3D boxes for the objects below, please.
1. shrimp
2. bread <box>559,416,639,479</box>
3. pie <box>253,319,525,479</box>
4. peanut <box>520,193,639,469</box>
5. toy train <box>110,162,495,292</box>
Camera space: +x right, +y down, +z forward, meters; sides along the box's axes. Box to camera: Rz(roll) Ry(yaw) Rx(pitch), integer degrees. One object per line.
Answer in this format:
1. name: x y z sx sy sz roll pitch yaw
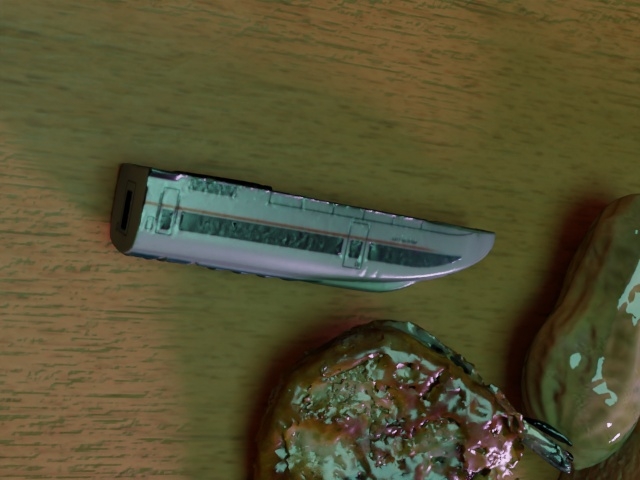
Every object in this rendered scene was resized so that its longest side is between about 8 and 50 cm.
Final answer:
1. shrimp: 0.214 0.260 1.293 0.219 0.152 0.046 56 32 -21
2. bread: 0.395 0.304 1.370 0.224 0.183 0.211 20 82 -30
3. pie: 0.059 0.215 1.203 0.308 0.085 0.308 -2 104 -7
4. peanut: 0.314 0.096 1.319 0.149 0.149 0.313 27 84 -28
5. toy train: 0.000 0.000 1.168 0.407 0.086 0.088 9 91 -29
